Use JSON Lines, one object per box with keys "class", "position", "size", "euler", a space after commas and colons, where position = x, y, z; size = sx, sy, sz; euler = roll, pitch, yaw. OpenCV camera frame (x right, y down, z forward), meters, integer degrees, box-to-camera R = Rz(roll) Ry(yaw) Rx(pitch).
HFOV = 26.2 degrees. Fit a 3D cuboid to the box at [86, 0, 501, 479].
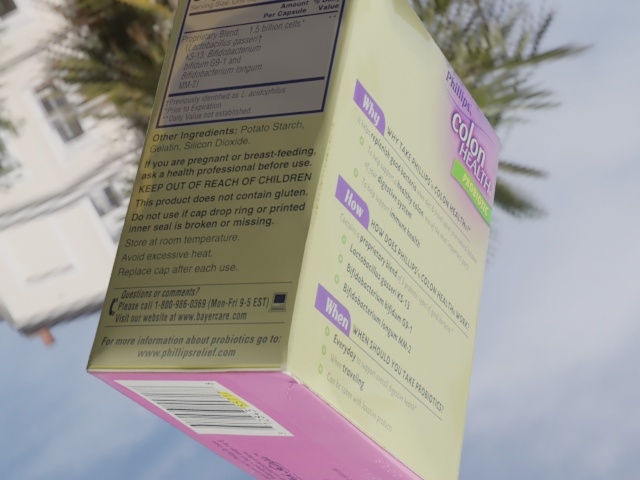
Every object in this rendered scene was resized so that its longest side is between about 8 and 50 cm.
{"class": "box", "position": [0.000, 0.000, 0.770], "size": [0.117, 0.213, 0.243], "euler": [-2, -117, 28]}
